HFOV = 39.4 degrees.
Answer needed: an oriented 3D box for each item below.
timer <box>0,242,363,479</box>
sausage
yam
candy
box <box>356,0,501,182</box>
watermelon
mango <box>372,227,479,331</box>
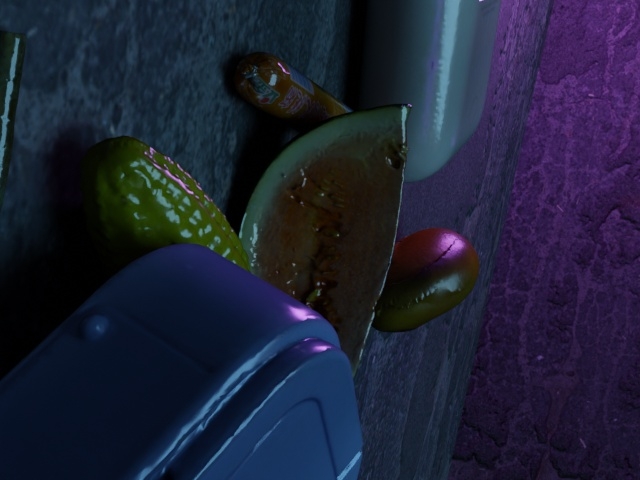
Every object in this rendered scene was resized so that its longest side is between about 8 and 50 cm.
[{"bbox_3d":[-0.137,0.218,0.620,0.395,0.173,0.395,-42,148,-34],"label":"timer"},{"bbox_3d":[-0.010,-0.138,0.950,0.348,0.053,0.053,12,91,-71],"label":"sausage"},{"bbox_3d":[-0.192,-0.067,0.531,0.021,0.021,0.116,-8,111,-70],"label":"yam"},{"bbox_3d":[-0.120,-0.002,0.661,0.199,0.106,0.094,68,22,-54],"label":"candy"},{"bbox_3d":[0.148,-0.264,1.179,0.288,0.141,0.349,-41,140,-58],"label":"box"},{"bbox_3d":[-0.025,-0.005,0.899,0.128,0.159,0.304,8,99,-41],"label":"watermelon"},{"bbox_3d":[0.157,0.064,1.426,0.236,0.166,0.136,-34,93,-36],"label":"mango"}]
